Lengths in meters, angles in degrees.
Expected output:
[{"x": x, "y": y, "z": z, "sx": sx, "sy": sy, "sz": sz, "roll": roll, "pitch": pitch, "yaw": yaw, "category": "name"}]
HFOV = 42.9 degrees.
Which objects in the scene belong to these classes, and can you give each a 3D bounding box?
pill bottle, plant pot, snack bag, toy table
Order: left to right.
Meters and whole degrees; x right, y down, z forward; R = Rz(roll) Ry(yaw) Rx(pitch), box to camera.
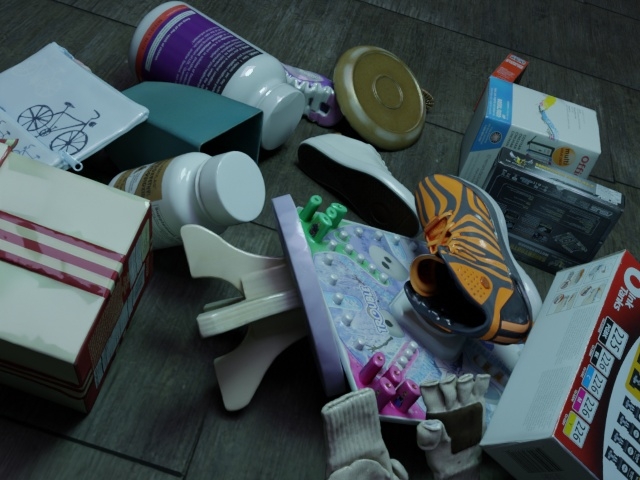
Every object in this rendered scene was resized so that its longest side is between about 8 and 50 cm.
[{"x": -0.481, "y": -0.182, "z": 1.284, "sx": 0.343, "sy": 0.037, "sz": 0.323, "roll": -37, "pitch": 52, "yaw": -23, "category": "snack bag"}, {"x": -0.245, "y": -0.168, "z": 1.379, "sx": 0.234, "sy": 0.165, "sz": 0.166, "roll": 29, "pitch": 41, "yaw": 21, "category": "plant pot"}, {"x": -0.200, "y": -0.060, "z": 1.204, "sx": 0.229, "sy": 0.131, "sz": 0.131, "roll": -10, "pitch": 24, "yaw": 36, "category": "pill bottle"}, {"x": -0.192, "y": -0.303, "z": 1.529, "sx": 0.323, "sy": 0.181, "sz": 0.181, "roll": 35, "pitch": 43, "yaw": 19, "category": "pill bottle"}, {"x": -0.079, "y": 0.090, "z": 1.088, "sx": 0.161, "sy": 0.252, "sz": 0.274, "roll": -15, "pitch": 80, "yaw": -5, "category": "toy table"}, {"x": 0.132, "y": -0.299, "z": 1.669, "sx": 0.236, "sy": 0.032, "sz": 0.236, "roll": 13, "pitch": 66, "yaw": -32, "category": "plant pot"}]

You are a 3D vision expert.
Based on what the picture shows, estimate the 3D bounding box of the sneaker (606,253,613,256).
[{"x": 0.561, "y": 0.158, "z": 1.334, "sx": 0.208, "sy": 0.127, "sz": 0.319, "roll": 18, "pitch": 41, "yaw": 2, "category": "sneaker"}]

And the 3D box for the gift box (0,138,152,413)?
[{"x": -0.361, "y": 0.034, "z": 1.009, "sx": 0.258, "sy": 0.255, "sz": 0.276, "roll": 19, "pitch": 57, "yaw": -2, "category": "gift box"}]

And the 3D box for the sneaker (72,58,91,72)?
[{"x": -0.487, "y": -0.306, "z": 1.522, "sx": 0.070, "sy": 0.051, "sz": 0.134, "roll": 30, "pitch": 37, "yaw": 21, "category": "sneaker"}]

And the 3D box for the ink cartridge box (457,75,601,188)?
[{"x": 0.415, "y": -0.187, "z": 1.632, "sx": 0.233, "sy": 0.171, "sz": 0.168, "roll": 18, "pitch": 40, "yaw": 0, "category": "ink cartridge box"}]

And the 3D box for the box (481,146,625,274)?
[{"x": 0.393, "y": -0.043, "z": 1.453, "sx": 0.231, "sy": 0.183, "sz": 0.056, "roll": 22, "pitch": 41, "yaw": 6, "category": "box"}]

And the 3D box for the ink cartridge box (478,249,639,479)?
[{"x": 0.394, "y": 0.220, "z": 1.070, "sx": 0.272, "sy": 0.130, "sz": 0.309, "roll": 43, "pitch": 56, "yaw": -13, "category": "ink cartridge box"}]

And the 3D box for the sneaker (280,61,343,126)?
[{"x": -0.054, "y": -0.320, "z": 1.677, "sx": 0.237, "sy": 0.095, "sz": 0.104, "roll": 24, "pitch": 35, "yaw": -2, "category": "sneaker"}]

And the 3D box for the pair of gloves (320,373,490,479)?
[{"x": 0.108, "y": 0.269, "z": 0.990, "sx": 0.240, "sy": 0.204, "sz": 0.042, "roll": -7, "pitch": 15, "yaw": -27, "category": "pair of gloves"}]

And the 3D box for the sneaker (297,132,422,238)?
[{"x": 0.099, "y": -0.117, "z": 1.485, "sx": 0.290, "sy": 0.105, "sz": 0.123, "roll": 40, "pitch": 47, "yaw": 25, "category": "sneaker"}]

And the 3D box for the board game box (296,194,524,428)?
[{"x": 0.172, "y": 0.110, "z": 1.214, "sx": 0.390, "sy": 0.050, "sz": 0.389, "roll": 15, "pitch": 37, "yaw": -32, "category": "board game box"}]

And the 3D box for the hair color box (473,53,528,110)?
[{"x": 0.421, "y": -0.358, "z": 1.889, "sx": 0.053, "sy": 0.093, "sz": 0.167, "roll": 29, "pitch": 42, "yaw": 11, "category": "hair color box"}]

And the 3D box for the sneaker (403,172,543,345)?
[{"x": 0.191, "y": 0.010, "z": 1.198, "sx": 0.180, "sy": 0.124, "sz": 0.321, "roll": 9, "pitch": 40, "yaw": -39, "category": "sneaker"}]

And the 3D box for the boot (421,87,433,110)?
[{"x": 0.178, "y": -0.337, "z": 1.804, "sx": 0.158, "sy": 0.059, "sz": 0.084, "roll": 19, "pitch": 35, "yaw": 2, "category": "boot"}]
